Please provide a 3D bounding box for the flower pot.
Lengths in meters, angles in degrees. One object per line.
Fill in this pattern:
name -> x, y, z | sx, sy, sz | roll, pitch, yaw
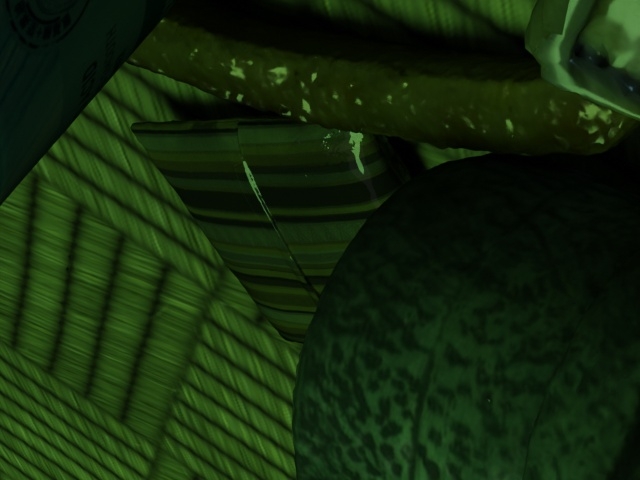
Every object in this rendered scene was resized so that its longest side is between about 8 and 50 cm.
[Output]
flower pot -> 0.151, 0.114, 0.881 | 0.283, 0.299, 0.299 | 19, 146, 36

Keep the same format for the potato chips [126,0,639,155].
potato chips -> 0.018, -0.097, 0.972 | 0.407, 0.057, 0.080 | 14, 130, 36

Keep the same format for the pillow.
pillow -> 0.000, 0.000, 1.132 | 0.208, 0.052, 0.212 | -1, 135, 43

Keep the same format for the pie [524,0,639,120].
pie -> 0.234, -0.034, 0.530 | 0.338, 0.075, 0.337 | 7, 129, 9

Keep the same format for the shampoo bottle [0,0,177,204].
shampoo bottle -> -0.225, -0.182, 0.822 | 0.331, 0.342, 0.331 | 26, 149, 17
